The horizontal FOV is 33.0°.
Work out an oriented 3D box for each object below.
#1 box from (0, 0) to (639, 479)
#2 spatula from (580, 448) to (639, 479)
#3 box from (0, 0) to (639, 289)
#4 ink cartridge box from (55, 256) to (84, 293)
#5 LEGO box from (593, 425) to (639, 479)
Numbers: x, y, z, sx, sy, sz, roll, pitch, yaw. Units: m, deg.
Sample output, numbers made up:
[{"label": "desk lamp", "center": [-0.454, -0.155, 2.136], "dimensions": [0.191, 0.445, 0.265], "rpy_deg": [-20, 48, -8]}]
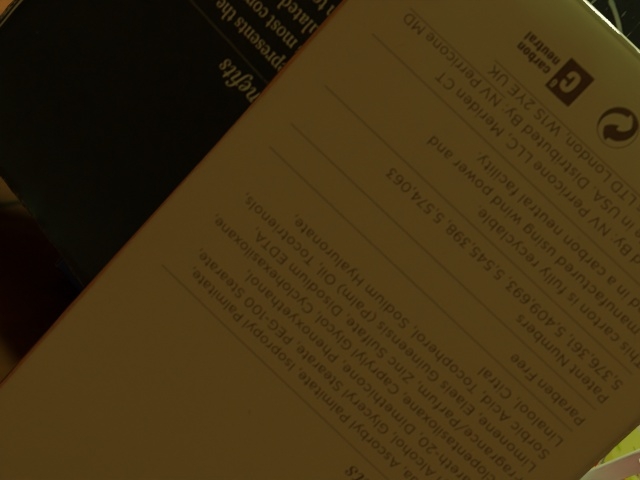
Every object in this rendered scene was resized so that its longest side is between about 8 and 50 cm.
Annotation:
[{"label": "box", "center": [-0.001, 0.052, 0.464], "dimensions": [0.168, 0.345, 0.215], "rpy_deg": [43, 11, 0]}, {"label": "spatula", "center": [0.192, 0.238, 0.821], "dimensions": [0.168, 0.242, 0.019], "rpy_deg": [44, 41, -13]}, {"label": "box", "center": [0.082, -0.132, 0.816], "dimensions": [0.297, 0.472, 0.480], "rpy_deg": [50, 13, 23]}, {"label": "ink cartridge box", "center": [-0.081, 0.077, 0.845], "dimensions": [0.311, 0.065, 0.186], "rpy_deg": [49, 12, 14]}, {"label": "LEGO box", "center": [0.400, 0.290, 0.959], "dimensions": [0.193, 0.372, 0.500], "rpy_deg": [41, 11, -16]}]
